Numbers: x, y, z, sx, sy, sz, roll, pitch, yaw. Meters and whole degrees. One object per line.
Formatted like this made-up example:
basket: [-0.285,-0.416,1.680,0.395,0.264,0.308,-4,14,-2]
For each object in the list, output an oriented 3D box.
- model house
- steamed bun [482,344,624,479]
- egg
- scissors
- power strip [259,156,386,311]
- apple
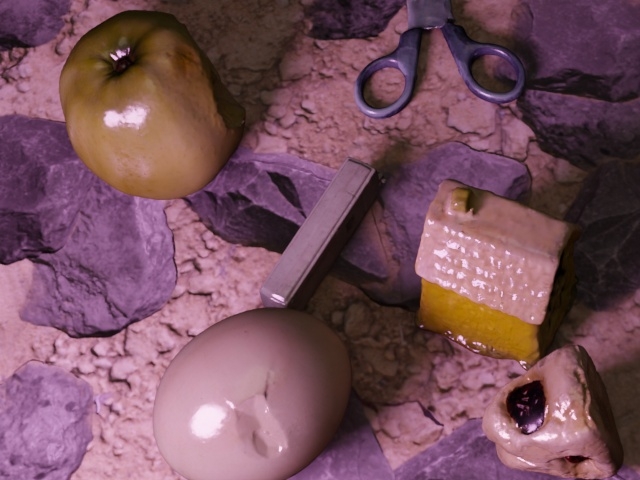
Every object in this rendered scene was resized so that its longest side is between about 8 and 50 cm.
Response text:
model house: [0.228,0.032,1.765,0.193,0.234,0.175,22,68,18]
steamed bun: [0.286,0.232,1.715,0.155,0.172,0.141,-18,50,17]
egg: [-0.085,0.202,1.725,0.269,0.219,0.219,-34,65,6]
scissors: [0.159,-0.361,2.075,0.256,0.029,0.384,-9,66,3]
power strip: [0.000,0.000,1.892,0.052,0.078,0.272,27,70,20]
apple: [-0.244,-0.194,1.927,0.279,0.279,0.279,-2,64,5]
